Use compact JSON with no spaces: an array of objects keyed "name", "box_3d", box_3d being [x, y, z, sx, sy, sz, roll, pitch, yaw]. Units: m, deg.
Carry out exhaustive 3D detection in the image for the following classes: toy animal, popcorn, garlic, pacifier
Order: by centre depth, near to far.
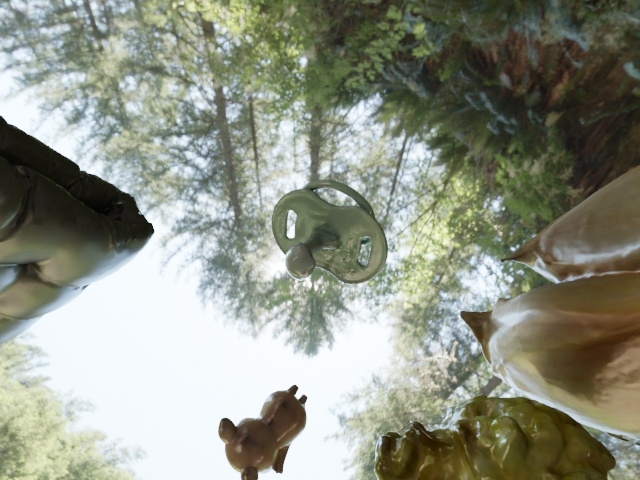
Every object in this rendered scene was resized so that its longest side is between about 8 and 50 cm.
[{"name":"popcorn","box_3d":[0.152,0.239,0.419,0.218,0.189,0.169,-48,-145,0]},{"name":"garlic","box_3d":[0.320,0.049,0.474,0.249,0.313,0.287,2,-112,-20]},{"name":"pacifier","box_3d":[0.000,0.000,0.548,0.150,0.127,0.116,27,-147,14]},{"name":"toy animal","box_3d":[-0.075,0.261,0.667,0.083,0.089,0.150,21,-137,32]}]

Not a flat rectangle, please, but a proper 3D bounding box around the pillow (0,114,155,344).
[{"name":"pillow","box_3d":[-0.287,-0.011,0.268,0.228,0.326,0.101,-31,-116,9]}]
